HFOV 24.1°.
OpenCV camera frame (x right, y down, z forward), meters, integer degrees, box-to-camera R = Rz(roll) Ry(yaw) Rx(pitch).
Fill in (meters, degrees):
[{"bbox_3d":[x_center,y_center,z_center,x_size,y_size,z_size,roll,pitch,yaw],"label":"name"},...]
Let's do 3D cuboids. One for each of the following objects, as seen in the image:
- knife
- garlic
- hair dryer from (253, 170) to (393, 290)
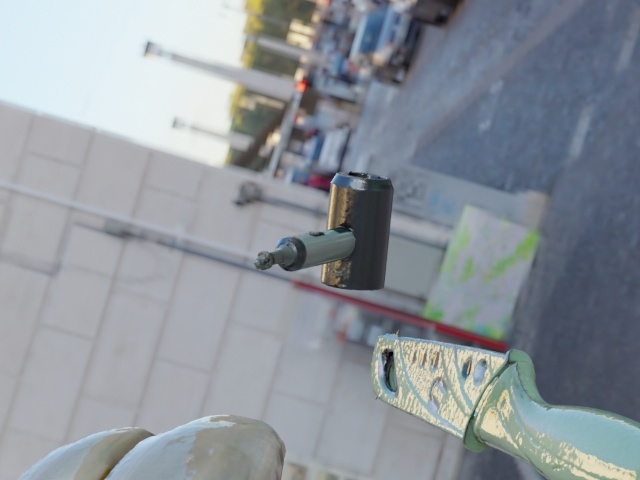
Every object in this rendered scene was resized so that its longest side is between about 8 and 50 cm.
[{"bbox_3d":[0.072,0.063,0.561,0.293,0.020,0.043,-173,100,-72],"label":"knife"},{"bbox_3d":[-0.174,0.300,1.415,0.286,0.249,0.313,-2,69,55],"label":"garlic"},{"bbox_3d":[0.000,0.000,1.241,0.198,0.057,0.100,-16,-68,-61],"label":"hair dryer"}]
